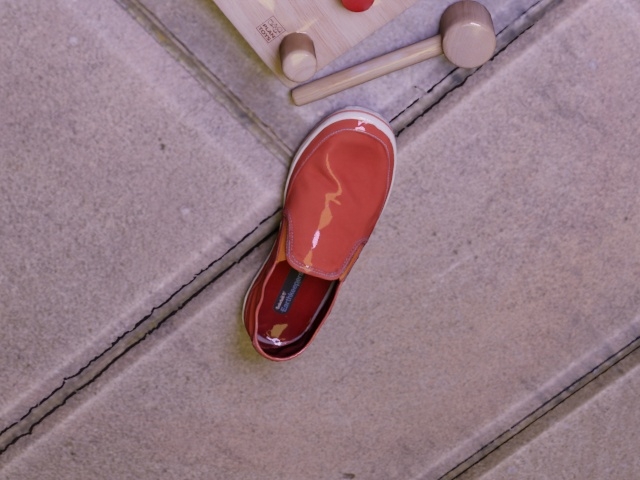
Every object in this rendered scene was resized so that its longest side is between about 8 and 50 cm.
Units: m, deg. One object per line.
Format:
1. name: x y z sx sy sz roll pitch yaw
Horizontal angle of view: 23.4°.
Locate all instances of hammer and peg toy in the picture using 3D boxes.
1. hammer and peg toy: 0.020 -0.273 1.580 0.266 0.127 0.361 -33 118 13

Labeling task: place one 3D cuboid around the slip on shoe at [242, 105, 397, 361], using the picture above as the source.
1. slip on shoe: 0.000 0.000 1.757 0.123 0.101 0.331 19 116 -14
